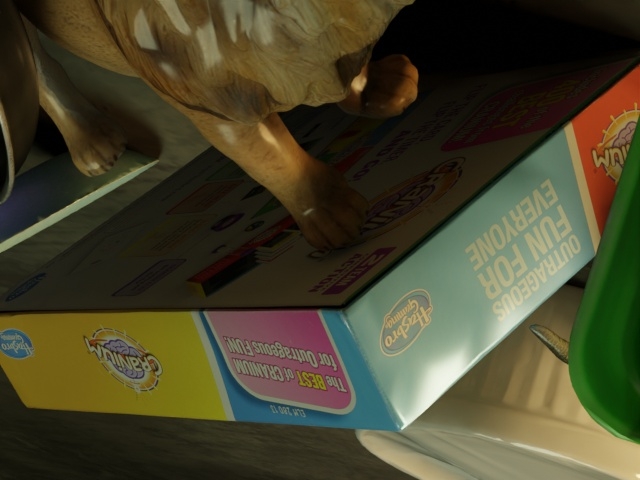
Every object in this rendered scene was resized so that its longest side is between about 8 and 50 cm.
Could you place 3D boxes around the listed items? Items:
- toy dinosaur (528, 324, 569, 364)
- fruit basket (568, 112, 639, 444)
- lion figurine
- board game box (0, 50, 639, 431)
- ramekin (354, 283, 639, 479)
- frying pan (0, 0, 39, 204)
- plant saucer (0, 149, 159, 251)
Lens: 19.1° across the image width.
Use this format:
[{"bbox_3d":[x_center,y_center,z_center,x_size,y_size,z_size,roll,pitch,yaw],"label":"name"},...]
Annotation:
[{"bbox_3d":[0.250,0.013,0.935,0.313,0.121,0.160,8,166,-25],"label":"toy dinosaur"},{"bbox_3d":[0.280,0.015,0.635,0.392,0.283,0.392,17,179,0],"label":"fruit basket"},{"bbox_3d":[-0.096,-0.125,0.847,0.392,0.142,0.240,10,154,39],"label":"lion figurine"},{"bbox_3d":[0.000,0.000,0.982,0.316,0.242,0.064,-3,119,51],"label":"board game box"},{"bbox_3d":[0.169,0.121,1.389,0.272,0.127,0.273,16,164,5],"label":"ramekin"},{"bbox_3d":[-0.215,-0.160,0.821,0.326,0.053,0.197,61,156,-10],"label":"frying pan"},{"bbox_3d":[-0.203,-0.023,1.301,0.037,0.195,0.195,62,155,-3],"label":"plant saucer"}]
